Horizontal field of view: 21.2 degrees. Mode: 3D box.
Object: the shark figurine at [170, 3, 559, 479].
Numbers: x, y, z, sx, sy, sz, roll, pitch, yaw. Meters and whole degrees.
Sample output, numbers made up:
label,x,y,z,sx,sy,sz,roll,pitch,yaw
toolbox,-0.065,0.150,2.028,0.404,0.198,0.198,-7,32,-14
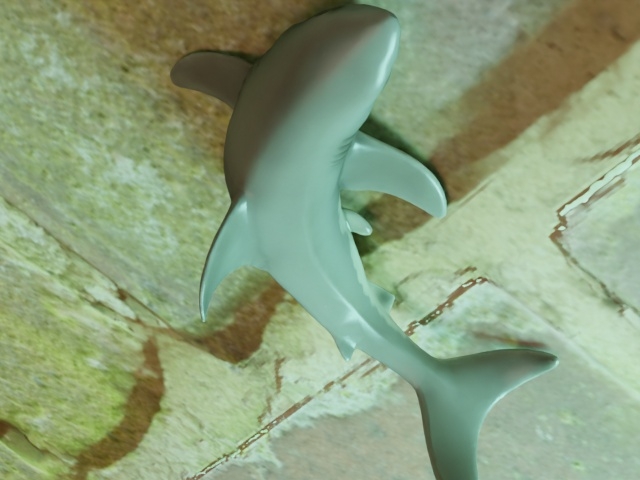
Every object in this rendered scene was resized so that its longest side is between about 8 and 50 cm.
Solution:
label,x,y,z,sx,sy,sz,roll,pitch,yaw
shark figurine,-0.006,0.015,0.813,0.166,0.116,0.278,9,138,35
